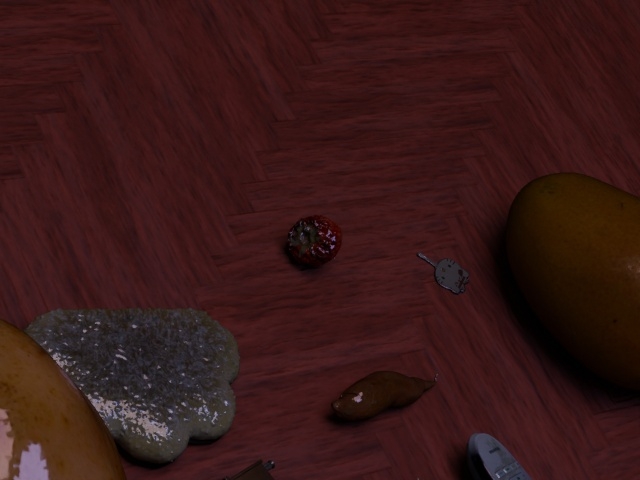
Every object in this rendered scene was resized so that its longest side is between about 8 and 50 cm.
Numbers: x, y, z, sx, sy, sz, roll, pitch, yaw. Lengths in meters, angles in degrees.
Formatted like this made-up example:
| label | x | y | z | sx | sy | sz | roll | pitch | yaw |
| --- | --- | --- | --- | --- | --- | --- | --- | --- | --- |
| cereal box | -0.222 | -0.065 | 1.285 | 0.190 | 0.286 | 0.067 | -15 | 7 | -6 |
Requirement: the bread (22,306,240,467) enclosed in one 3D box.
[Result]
| label | x | y | z | sx | sy | sz | roll | pitch | yaw |
| --- | --- | --- | --- | --- | --- | --- | --- | --- | --- |
| bread | -0.206 | 0.166 | 1.911 | 0.286 | 0.056 | 0.207 | -3 | 52 | -32 |

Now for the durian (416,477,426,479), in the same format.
| label | x | y | z | sx | sy | sz | roll | pitch | yaw |
| --- | --- | --- | --- | --- | --- | --- | --- | --- | --- |
| durian | 0.174 | 0.369 | 1.948 | 0.186 | 0.119 | 0.108 | 27 | 80 | 9 |

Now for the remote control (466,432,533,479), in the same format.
| label | x | y | z | sx | sy | sz | roll | pitch | yaw |
| --- | --- | --- | --- | --- | --- | --- | --- | --- | --- |
| remote control | 0.260 | 0.346 | 2.032 | 0.256 | 0.045 | 0.097 | 53 | 27 | 17 |

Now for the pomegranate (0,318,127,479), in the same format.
| label | x | y | z | sx | sy | sz | roll | pitch | yaw |
| --- | --- | --- | --- | --- | --- | --- | --- | --- | --- |
| pomegranate | -0.384 | 0.240 | 1.496 | 0.416 | 0.417 | 0.417 | 17 | 46 | -18 |

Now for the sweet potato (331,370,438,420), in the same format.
| label | x | y | z | sx | sy | sz | roll | pitch | yaw |
| --- | --- | --- | --- | --- | --- | --- | --- | --- | --- |
| sweet potato | 0.085 | 0.189 | 2.070 | 0.194 | 0.056 | 0.056 | -8 | 57 | -43 |

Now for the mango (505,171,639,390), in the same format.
| label | x | y | z | sx | sy | sz | roll | pitch | yaw |
| --- | --- | --- | --- | --- | --- | --- | --- | --- | --- |
| mango | 0.404 | 0.047 | 2.273 | 0.263 | 0.221 | 0.378 | -19 | 54 | -36 |

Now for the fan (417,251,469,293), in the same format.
| label | x | y | z | sx | sy | sz | roll | pitch | yaw |
| --- | --- | --- | --- | --- | --- | --- | --- | --- | --- |
| fan | 0.168 | 0.040 | 2.283 | 0.083 | 0.004 | 0.056 | 32 | 44 | -2 |

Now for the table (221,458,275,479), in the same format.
| label | x | y | z | sx | sy | sz | roll | pitch | yaw |
| --- | --- | --- | --- | --- | --- | --- | --- | --- | --- |
| table | -0.081 | 0.298 | 1.848 | 0.070 | 0.083 | 0.082 | 49 | 38 | 12 |

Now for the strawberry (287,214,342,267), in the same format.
| label | x | y | z | sx | sy | sz | roll | pitch | yaw |
| --- | --- | --- | --- | --- | --- | --- | --- | --- | --- |
| strawberry | 0.000 | 0.000 | 2.176 | 0.073 | 0.073 | 0.083 | 54 | 23 | 20 |
